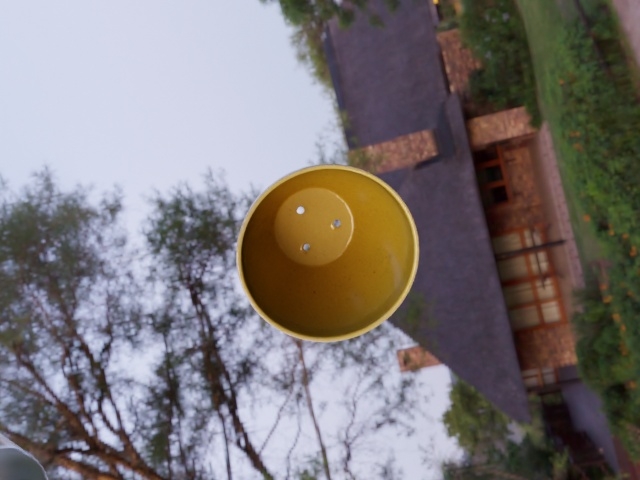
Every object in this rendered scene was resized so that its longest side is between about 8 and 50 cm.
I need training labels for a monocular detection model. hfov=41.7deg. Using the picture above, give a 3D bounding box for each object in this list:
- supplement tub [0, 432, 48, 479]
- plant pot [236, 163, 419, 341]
[{"bbox_3d":[-0.502,0.336,1.088,0.228,0.316,0.228,-44,-33,-38],"label":"supplement tub"},{"bbox_3d":[0.000,0.000,0.654,0.095,0.134,0.134,-119,13,-74],"label":"plant pot"}]
